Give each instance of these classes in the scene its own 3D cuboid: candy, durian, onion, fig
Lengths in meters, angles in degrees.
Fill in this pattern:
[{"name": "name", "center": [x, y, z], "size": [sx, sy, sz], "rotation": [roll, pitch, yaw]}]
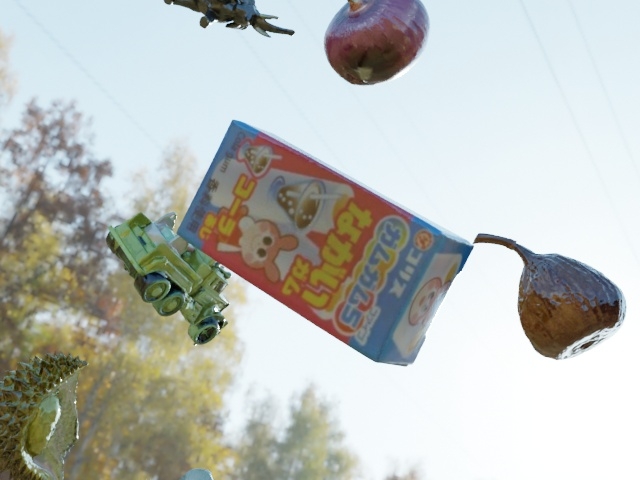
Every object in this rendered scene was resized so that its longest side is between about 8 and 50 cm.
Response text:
[{"name": "candy", "center": [0.000, 0.000, 1.104], "size": [0.305, 0.157, 0.100], "rotation": [31, 7, 27]}, {"name": "durian", "center": [-0.534, 0.353, 1.842], "size": [0.166, 0.307, 0.172], "rotation": [-5, 14, -36]}, {"name": "onion", "center": [0.107, -0.385, 1.910], "size": [0.207, 0.201, 0.201], "rotation": [1, -30, 6]}, {"name": "fig", "center": [0.291, 0.056, 1.271], "size": [0.201, 0.133, 0.146], "rotation": [54, -5, 30]}]

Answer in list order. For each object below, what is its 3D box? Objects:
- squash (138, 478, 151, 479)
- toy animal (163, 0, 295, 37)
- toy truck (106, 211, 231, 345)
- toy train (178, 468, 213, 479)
[{"name": "squash", "center": [-0.254, 0.373, 1.385], "size": [0.075, 0.090, 0.200], "rotation": [57, -2, 14]}, {"name": "toy animal", "center": [-0.192, -0.467, 1.985], "size": [0.269, 0.137, 0.082], "rotation": [30, -64, 21]}, {"name": "toy truck", "center": [-0.204, 0.048, 1.499], "size": [0.128, 0.135, 0.259], "rotation": [49, -7, 33]}, {"name": "toy train", "center": [-0.262, 0.595, 1.757], "size": [0.086, 0.407, 0.088], "rotation": [10, 20, -23]}]
